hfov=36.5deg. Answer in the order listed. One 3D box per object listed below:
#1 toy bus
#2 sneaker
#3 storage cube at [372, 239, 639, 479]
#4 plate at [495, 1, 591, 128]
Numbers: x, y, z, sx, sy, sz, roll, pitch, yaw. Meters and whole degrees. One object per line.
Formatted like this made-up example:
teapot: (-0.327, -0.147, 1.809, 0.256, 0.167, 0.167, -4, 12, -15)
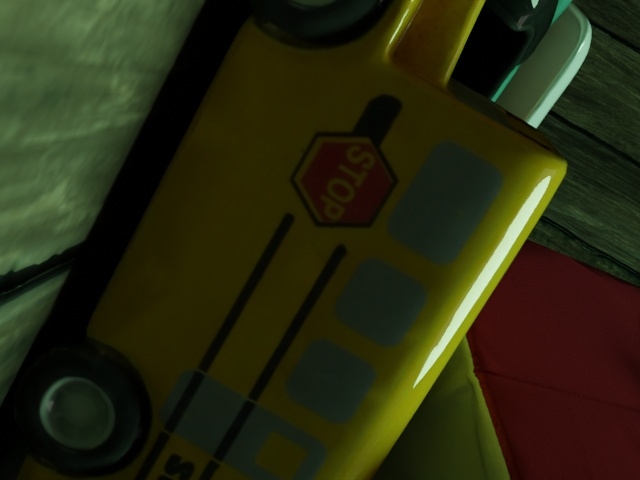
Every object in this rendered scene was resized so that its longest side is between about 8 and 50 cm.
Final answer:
toy bus: (-0.014, 0.017, 0.379, 0.333, 0.130, 0.108, -60, 180, 15)
sneaker: (0.052, -0.112, 0.624, 0.121, 0.108, 0.302, -55, -173, -33)
storage cube: (0.085, 0.124, 0.493, 0.215, 0.193, 0.184, -43, -137, 35)
plate: (0.092, -0.118, 0.775, 0.278, 0.045, 0.277, -60, -147, 32)
